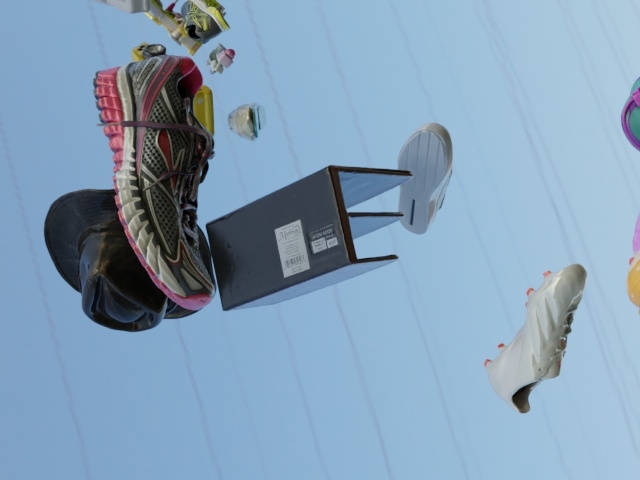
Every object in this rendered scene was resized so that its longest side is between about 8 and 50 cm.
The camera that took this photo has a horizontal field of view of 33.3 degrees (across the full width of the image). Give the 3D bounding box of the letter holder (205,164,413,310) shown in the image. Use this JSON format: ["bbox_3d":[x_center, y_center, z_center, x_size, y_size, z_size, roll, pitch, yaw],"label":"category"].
[{"bbox_3d":[0.000,0.000,1.719,0.214,0.301,0.152,-2,-104,-46],"label":"letter holder"}]

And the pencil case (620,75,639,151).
[{"bbox_3d":[0.323,-0.127,1.019,0.070,0.064,0.151,69,-157,-9],"label":"pencil case"}]

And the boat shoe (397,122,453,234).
[{"bbox_3d":[0.217,-0.140,2.193,0.109,0.302,0.094,27,-126,14],"label":"boat shoe"}]

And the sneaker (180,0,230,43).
[{"bbox_3d":[-0.122,-0.215,1.047,0.035,0.083,0.031,-40,-56,-12],"label":"sneaker"}]

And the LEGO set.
[{"bbox_3d":[-0.259,-0.426,1.911,0.287,0.107,0.132,39,-174,-37],"label":"LEGO set"}]

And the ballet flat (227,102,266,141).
[{"bbox_3d":[-0.112,-0.173,1.576,0.168,0.052,0.057,-73,-22,-82],"label":"ballet flat"}]

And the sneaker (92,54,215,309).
[{"bbox_3d":[-0.159,-0.070,1.133,0.121,0.112,0.299,68,-174,-69],"label":"sneaker"}]

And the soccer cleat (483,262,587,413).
[{"bbox_3d":[0.249,0.108,1.183,0.068,0.196,0.076,-6,-134,-35],"label":"soccer cleat"}]

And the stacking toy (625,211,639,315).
[{"bbox_3d":[0.308,0.001,0.824,0.165,0.175,0.301,33,-148,31],"label":"stacking toy"}]

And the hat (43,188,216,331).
[{"bbox_3d":[-0.337,0.066,1.804,0.331,0.331,0.134,43,-139,-27],"label":"hat"}]

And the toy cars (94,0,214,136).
[{"bbox_3d":[-0.282,-0.304,1.564,0.087,0.176,0.394,-24,-94,-31],"label":"toy cars"}]
